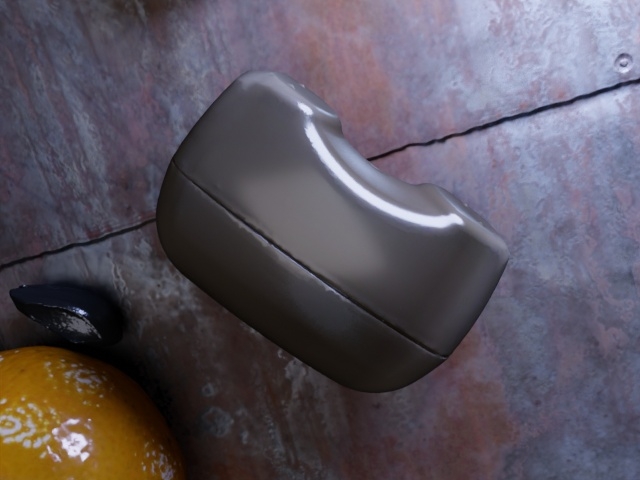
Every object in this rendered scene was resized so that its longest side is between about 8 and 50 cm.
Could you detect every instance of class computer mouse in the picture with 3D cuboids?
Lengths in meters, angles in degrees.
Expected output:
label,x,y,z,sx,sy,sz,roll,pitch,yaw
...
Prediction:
label,x,y,z,sx,sy,sz,roll,pitch,yaw
computer mouse,-0.352,0.093,0.962,0.172,0.099,0.057,24,103,1

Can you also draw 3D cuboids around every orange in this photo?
label,x,y,z,sx,sy,sz,roll,pitch,yaw
orange,-0.385,0.355,0.902,0.423,0.326,0.424,0,96,2

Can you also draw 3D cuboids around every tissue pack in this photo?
label,x,y,z,sx,sy,sz,roll,pitch,yaw
tissue pack,0.000,0.000,0.822,0.387,0.267,0.277,34,100,-5
